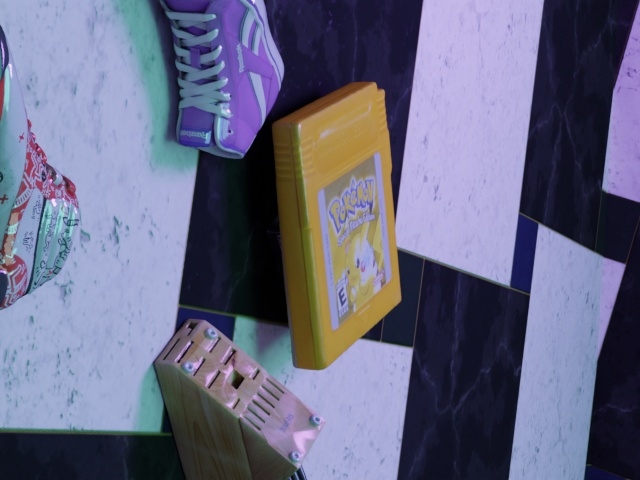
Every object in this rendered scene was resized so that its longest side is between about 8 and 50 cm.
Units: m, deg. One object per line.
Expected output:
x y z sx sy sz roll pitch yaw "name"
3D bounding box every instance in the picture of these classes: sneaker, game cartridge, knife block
-0.122 -0.191 1.654 0.161 0.102 0.282 -69 151 -23 "sneaker"
0.029 -0.029 1.974 0.285 0.052 0.324 -36 126 -60 "game cartridge"
-0.119 0.255 1.795 0.275 0.242 0.088 40 41 -5 "knife block"
-0.281 -0.074 1.333 0.145 0.090 0.270 -27 123 -63 "sneaker"

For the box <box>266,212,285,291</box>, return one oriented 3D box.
0.000 0.000 2.028 0.191 0.045 0.184 -60 147 -44 "box"
